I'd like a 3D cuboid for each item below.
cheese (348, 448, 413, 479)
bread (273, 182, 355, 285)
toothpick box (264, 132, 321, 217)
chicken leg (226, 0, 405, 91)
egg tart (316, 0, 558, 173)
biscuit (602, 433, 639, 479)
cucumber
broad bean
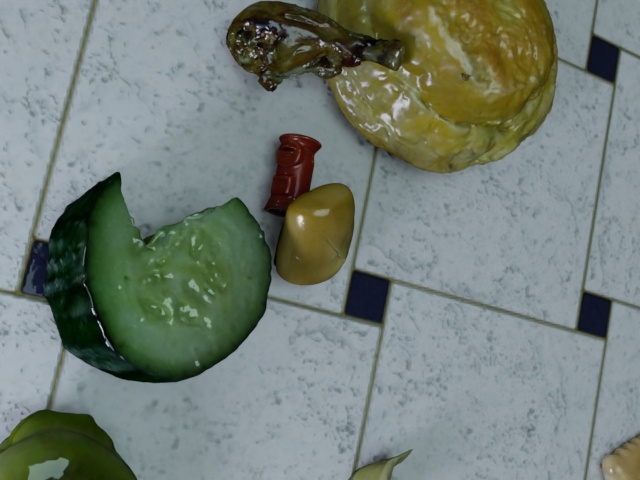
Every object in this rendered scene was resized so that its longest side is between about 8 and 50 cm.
[{"bbox_3d":[0.063,0.253,0.894,0.041,0.060,0.084,35,65,-20],"label":"cheese"},{"bbox_3d":[0.000,0.000,0.843,0.082,0.115,0.056,-20,54,-36],"label":"bread"},{"bbox_3d":[-0.028,-0.067,0.869,0.047,0.047,0.083,15,79,-26],"label":"toothpick box"},{"bbox_3d":[-0.006,-0.188,0.845,0.178,0.070,0.093,6,81,-1],"label":"chicken leg"},{"bbox_3d":[0.153,-0.225,0.927,0.319,0.128,0.319,3,83,-26],"label":"egg tart"},{"bbox_3d":[0.478,0.307,1.114,0.250,0.030,0.160,-20,96,-27],"label":"biscuit"},{"bbox_3d":[-0.144,0.041,0.762,0.191,0.130,0.191,2,86,-32],"label":"cucumber"},{"bbox_3d":[-0.221,0.232,0.741,0.124,0.082,0.174,-31,111,-25],"label":"broad bean"}]
